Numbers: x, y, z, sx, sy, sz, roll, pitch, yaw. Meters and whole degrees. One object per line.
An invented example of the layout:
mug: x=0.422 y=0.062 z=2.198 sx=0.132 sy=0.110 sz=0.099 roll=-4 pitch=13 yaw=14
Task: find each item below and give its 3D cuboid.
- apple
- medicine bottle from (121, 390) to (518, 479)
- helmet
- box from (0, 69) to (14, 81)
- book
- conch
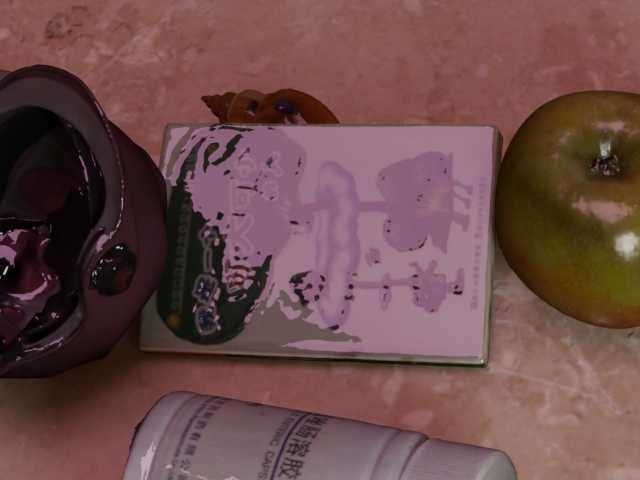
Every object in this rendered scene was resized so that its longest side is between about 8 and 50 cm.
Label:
apple: x=0.293 y=-0.038 z=1.782 sx=0.261 sy=0.194 sz=0.260 roll=-5 pitch=53 yaw=7
medicine bottle: x=0.001 y=0.254 z=1.616 sx=0.332 sy=0.190 sz=0.190 roll=8 pitch=54 yaw=19
helmet: x=-0.268 y=-0.006 z=1.835 sx=0.271 sy=0.197 sz=0.338 roll=39 pitch=105 yaw=33
box: x=-0.423 y=-0.063 z=2.043 sx=0.198 sy=0.084 sz=0.310 roll=13 pitch=55 yaw=22
book: x=0.000 y=0.000 z=1.869 sx=0.371 sy=0.043 sz=0.260 roll=1 pitch=73 yaw=14
conch: x=0.001 y=-0.101 z=1.968 sx=0.330 sy=0.093 sz=0.109 roll=23 pitch=53 yaw=27
